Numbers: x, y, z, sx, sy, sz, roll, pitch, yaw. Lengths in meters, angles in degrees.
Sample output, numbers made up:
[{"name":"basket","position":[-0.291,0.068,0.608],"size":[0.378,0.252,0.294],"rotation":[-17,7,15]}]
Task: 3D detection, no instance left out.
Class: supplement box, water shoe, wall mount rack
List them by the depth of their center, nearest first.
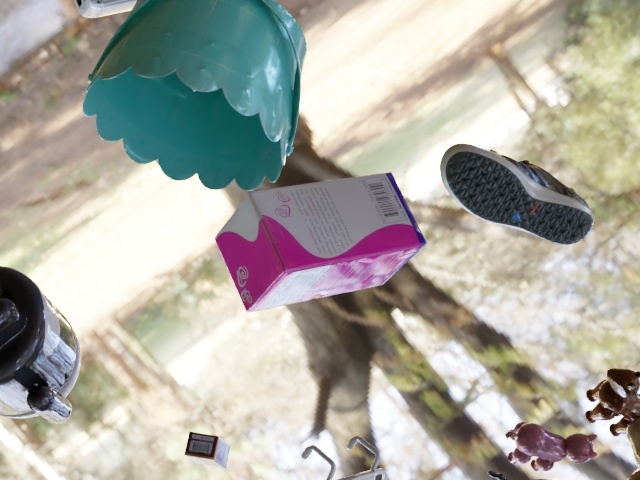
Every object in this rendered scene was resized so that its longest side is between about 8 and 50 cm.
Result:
[{"name":"water shoe","position":[0.215,-0.058,1.279],"size":[0.073,0.203,0.080],"rotation":[-53,-158,24]},{"name":"supplement box","position":[0.000,0.000,1.386],"size":[0.220,0.111,0.114],"rotation":[-9,155,-37]},{"name":"supplement box","position":[-0.190,0.355,1.908],"size":[0.083,0.055,0.043],"rotation":[66,32,-67]},{"name":"wall mount rack","position":[0.001,0.615,2.659],"size":[0.350,0.130,0.304],"rotation":[4,115,-56]}]

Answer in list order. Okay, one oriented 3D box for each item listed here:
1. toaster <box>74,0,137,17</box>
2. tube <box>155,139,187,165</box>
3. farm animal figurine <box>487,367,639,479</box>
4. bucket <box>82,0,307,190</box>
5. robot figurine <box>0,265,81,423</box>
[{"name":"toaster","position":[-0.361,-0.480,1.953],"size":[0.146,0.227,0.129],"rotation":[-21,-174,-23]},{"name":"tube","position":[-0.257,-0.181,1.702],"size":[0.070,0.062,0.240],"rotation":[-49,-134,5]},{"name":"farm animal figurine","position":[0.398,0.316,1.406],"size":[0.330,0.327,0.172],"rotation":[-40,-178,-41]},{"name":"bucket","position":[-0.154,-0.211,1.492],"size":[0.281,0.281,0.183],"rotation":[-34,-144,60]},{"name":"robot figurine","position":[-0.428,0.140,1.518],"size":[0.173,0.209,0.278],"rotation":[-4,157,4]}]
